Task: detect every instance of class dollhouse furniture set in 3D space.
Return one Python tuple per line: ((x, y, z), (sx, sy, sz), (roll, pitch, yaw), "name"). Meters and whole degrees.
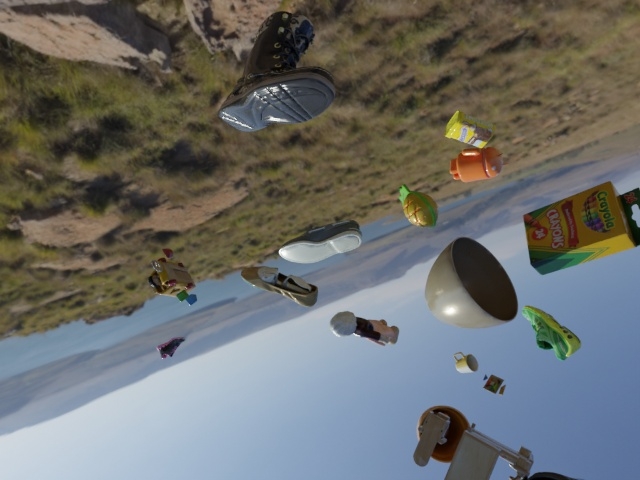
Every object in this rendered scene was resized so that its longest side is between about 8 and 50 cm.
((0.466, 0.669, 1.392), (0.303, 0.174, 0.355), (22, 174, 30), "dollhouse furniture set")

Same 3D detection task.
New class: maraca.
((0.318, -0.112, 1.499), (0.099, 0.186, 0.127), (-27, 139, -17), "maraca")

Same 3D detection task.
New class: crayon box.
((0.781, -0.042, 1.349), (0.081, 0.202, 0.318), (35, 136, -30), "crayon box")

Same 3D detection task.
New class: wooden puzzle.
((0.709, 0.588, 1.862), (0.078, 0.014, 0.116), (-51, -158, -20), "wooden puzzle")

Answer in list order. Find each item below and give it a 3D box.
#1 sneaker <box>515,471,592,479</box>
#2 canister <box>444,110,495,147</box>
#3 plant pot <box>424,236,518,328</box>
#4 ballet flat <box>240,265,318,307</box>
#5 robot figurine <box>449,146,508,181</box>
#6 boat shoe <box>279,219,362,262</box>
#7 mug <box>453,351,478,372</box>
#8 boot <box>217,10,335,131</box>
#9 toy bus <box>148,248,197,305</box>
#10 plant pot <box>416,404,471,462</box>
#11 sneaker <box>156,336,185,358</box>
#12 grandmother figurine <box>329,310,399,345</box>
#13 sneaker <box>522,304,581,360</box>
((0.336, 0.429, 0.734), (0.146, 0.105, 0.295), (24, 141, -23), "sneaker")
((0.628, -0.464, 1.908), (0.169, 0.073, 0.126), (18, 155, -4), "canister")
((0.436, 0.157, 1.406), (0.284, 0.284, 0.191), (-16, 160, -47), "plant pot")
((-0.111, 0.114, 1.292), (0.080, 0.232, 0.073), (-70, -177, -52), "ballet flat")
((0.643, -0.311, 1.854), (0.219, 0.158, 0.128), (-8, -161, 35), "robot figurine")
((0.000, 0.000, 1.678), (0.319, 0.099, 0.116), (-14, 135, 19), "boat shoe")
((0.513, 0.435, 1.614), (0.062, 0.078, 0.064), (0, 154, -36), "mug")
((-0.084, -0.427, 1.110), (0.138, 0.284, 0.377), (31, 160, -36), "boot")
((-0.511, 0.132, 1.508), (0.104, 0.202, 0.191), (-36, -155, 7), "toy bus")
((0.476, 0.759, 1.819), (0.205, 0.205, 0.188), (-22, 168, -5), "plant pot")
((-0.525, 0.382, 1.611), (0.119, 0.057, 0.047), (-30, 156, 18), "sneaker")
((0.159, 0.321, 1.643), (0.207, 0.104, 0.342), (13, 174, 43), "grandmother figurine")
((0.851, 0.345, 1.731), (0.124, 0.109, 0.295), (-59, -163, 14), "sneaker")
